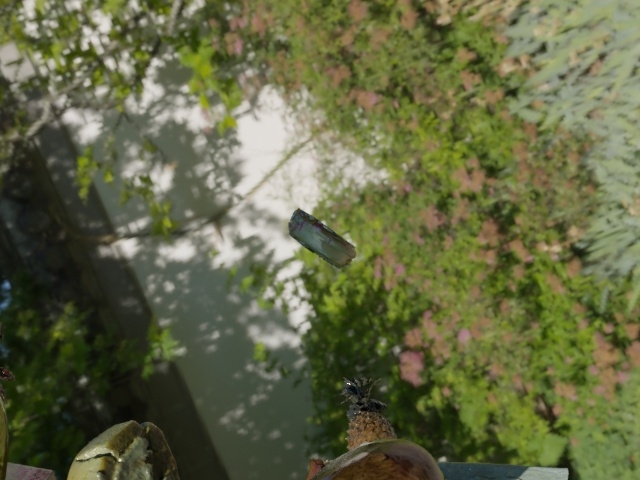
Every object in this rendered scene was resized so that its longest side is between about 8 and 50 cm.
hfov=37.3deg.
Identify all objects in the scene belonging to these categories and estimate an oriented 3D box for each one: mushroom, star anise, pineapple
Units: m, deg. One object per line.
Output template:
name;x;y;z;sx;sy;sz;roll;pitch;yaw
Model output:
mushroom;0.040;0.421;1.282;0.239;0.345;0.345;21;143;43
star anise;-0.704;0.271;2.025;0.144;0.158;0.140;-1;113;47
pineapple;0.096;0.390;2.092;0.251;0.125;0.125;-103;-7;-57

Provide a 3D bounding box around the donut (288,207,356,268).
donut;0.000;0.000;2.068;0.174;0.068;0.174;34;178;1

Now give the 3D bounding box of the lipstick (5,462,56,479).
lipstick;-0.614;0.417;1.635;0.066;0.317;0.068;-62;-25;-61

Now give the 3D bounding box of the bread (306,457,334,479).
bread;0.079;0.559;2.063;0.246;0.135;0.232;29;174;-24

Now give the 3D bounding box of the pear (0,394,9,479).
pear;-0.493;0.249;1.040;0.304;0.304;0.304;158;90;-88

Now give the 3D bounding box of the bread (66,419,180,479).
bread;-0.338;0.431;1.609;0.186;0.124;0.257;19;-121;-38

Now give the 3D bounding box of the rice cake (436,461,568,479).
rice cake;0.302;0.406;1.636;0.045;0.245;0.042;79;-167;-66
